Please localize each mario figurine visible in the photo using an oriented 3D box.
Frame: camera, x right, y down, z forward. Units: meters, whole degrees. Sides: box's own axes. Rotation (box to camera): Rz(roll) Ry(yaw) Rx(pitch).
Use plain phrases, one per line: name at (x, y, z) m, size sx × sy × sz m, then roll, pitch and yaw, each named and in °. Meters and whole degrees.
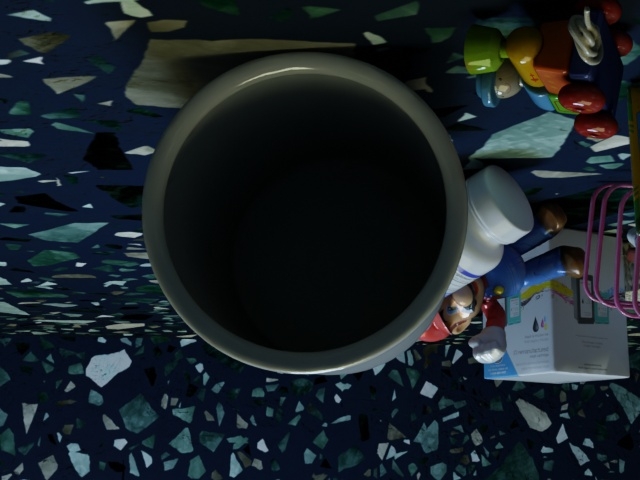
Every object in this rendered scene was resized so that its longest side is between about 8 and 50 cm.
mario figurine at (0.277, 0.063, 1.704) m, size 0.320 × 0.198 × 0.170 m, roll -28°, pitch 141°, yaw -11°

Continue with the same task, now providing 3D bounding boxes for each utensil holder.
utensil holder at (0.000, 0.000, 1.234) m, size 0.328 × 0.327 × 0.385 m, roll -2°, pitch 170°, yaw 5°

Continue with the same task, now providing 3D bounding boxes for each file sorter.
file sorter at (0.505, 0.016, 1.504) m, size 0.182 × 0.202 × 0.291 m, roll 4°, pitch -177°, yaw -6°

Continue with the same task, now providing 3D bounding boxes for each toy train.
toy train at (0.195, -0.175, 0.972) m, size 0.143 × 0.105 × 0.248 m, roll 9°, pitch 173°, yaw 24°

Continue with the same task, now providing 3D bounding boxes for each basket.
basket at (0.624, 0.067, 2.134) m, size 0.103 × 0.113 × 0.167 m, roll -11°, pitch 165°, yaw 34°

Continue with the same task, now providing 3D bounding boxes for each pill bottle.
pill bottle at (0.172, 0.003, 1.570) m, size 0.272 × 0.152 × 0.152 m, roll -35°, pitch 151°, yaw 32°

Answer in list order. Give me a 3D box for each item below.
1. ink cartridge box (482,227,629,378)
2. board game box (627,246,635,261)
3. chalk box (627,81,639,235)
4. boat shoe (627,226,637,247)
ink cartridge box at (0.443, 0.128, 2.022) m, size 0.197 × 0.270 × 0.198 m, roll 8°, pitch 166°, yaw -31°
board game box at (0.700, 0.037, 1.900) m, size 0.145 × 0.027 × 0.281 m, roll -11°, pitch -166°, yaw -24°
chalk box at (0.487, -0.077, 1.245) m, size 0.179 × 0.180 × 0.289 m, roll -8°, pitch 166°, yaw 29°
boat shoe at (0.649, -0.016, 1.862) m, size 0.226 × 0.083 × 0.076 m, roll 1°, pitch -164°, yaw -13°
